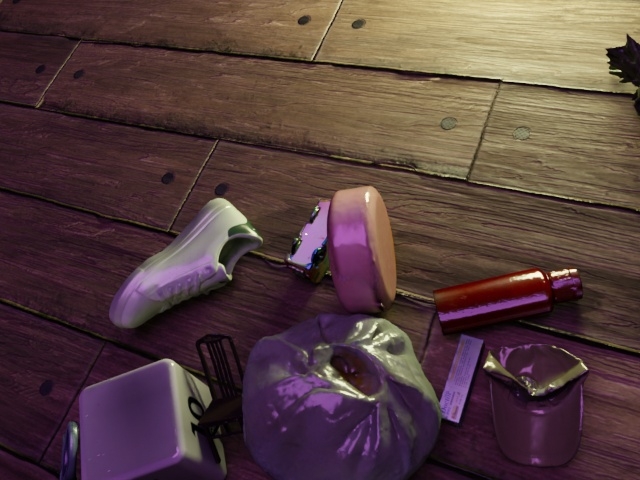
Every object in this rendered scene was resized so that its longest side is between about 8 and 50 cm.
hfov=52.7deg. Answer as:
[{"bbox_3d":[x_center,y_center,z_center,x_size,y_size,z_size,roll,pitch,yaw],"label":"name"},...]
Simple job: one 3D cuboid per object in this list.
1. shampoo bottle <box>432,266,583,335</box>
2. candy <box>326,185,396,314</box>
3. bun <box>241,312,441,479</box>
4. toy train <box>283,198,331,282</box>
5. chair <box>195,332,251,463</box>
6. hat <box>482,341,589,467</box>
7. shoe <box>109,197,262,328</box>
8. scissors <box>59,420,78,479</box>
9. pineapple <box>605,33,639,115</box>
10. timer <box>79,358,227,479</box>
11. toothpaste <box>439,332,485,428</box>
[{"bbox_3d":[0.344,0.107,1.194,0.260,0.064,0.102,-13,36,11],"label":"shampoo bottle"},{"bbox_3d":[0.081,0.025,1.227,0.094,0.255,0.256,-7,58,14],"label":"candy"},{"bbox_3d":[0.026,0.267,1.093,0.354,0.194,0.355,1,53,-1],"label":"bun"},{"bbox_3d":[0.000,0.000,1.358,0.072,0.099,0.188,21,68,25],"label":"toy train"},{"bbox_3d":[-0.177,0.283,1.174,0.084,0.213,0.101,-14,15,10],"label":"chair"},{"bbox_3d":[0.363,0.277,1.101,0.166,0.144,0.174,1,105,17],"label":"hat"},{"bbox_3d":[-0.277,0.078,1.393,0.160,0.132,0.363,34,72,27],"label":"shoe"},{"bbox_3d":[-0.463,0.533,1.167,0.029,0.256,0.384,4,69,-23],"label":"scissors"},{"bbox_3d":[0.675,-0.296,1.302,0.119,0.130,0.278,-34,52,33],"label":"pineapple"},{"bbox_3d":[-0.306,0.359,1.188,0.194,0.195,0.193,-20,56,5],"label":"timer"},{"bbox_3d":[0.252,0.249,1.161,0.046,0.034,0.164,12,65,25],"label":"toothpaste"}]
